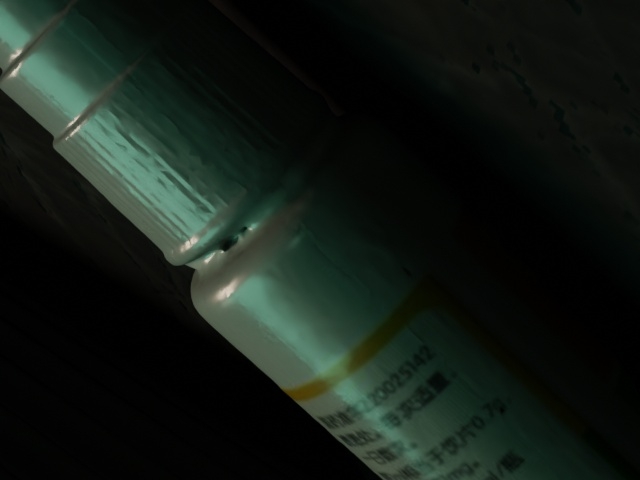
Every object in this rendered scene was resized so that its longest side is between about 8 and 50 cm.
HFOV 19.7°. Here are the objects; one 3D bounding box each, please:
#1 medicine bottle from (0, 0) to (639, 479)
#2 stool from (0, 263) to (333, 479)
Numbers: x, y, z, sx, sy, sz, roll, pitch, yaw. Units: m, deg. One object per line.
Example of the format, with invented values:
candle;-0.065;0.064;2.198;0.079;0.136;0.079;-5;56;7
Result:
medicine bottle;0.000;0.000;0.435;0.221;0.061;0.092;43;-178;-12
stool;-0.186;0.141;0.823;0.330;0.297;0.297;36;164;26
